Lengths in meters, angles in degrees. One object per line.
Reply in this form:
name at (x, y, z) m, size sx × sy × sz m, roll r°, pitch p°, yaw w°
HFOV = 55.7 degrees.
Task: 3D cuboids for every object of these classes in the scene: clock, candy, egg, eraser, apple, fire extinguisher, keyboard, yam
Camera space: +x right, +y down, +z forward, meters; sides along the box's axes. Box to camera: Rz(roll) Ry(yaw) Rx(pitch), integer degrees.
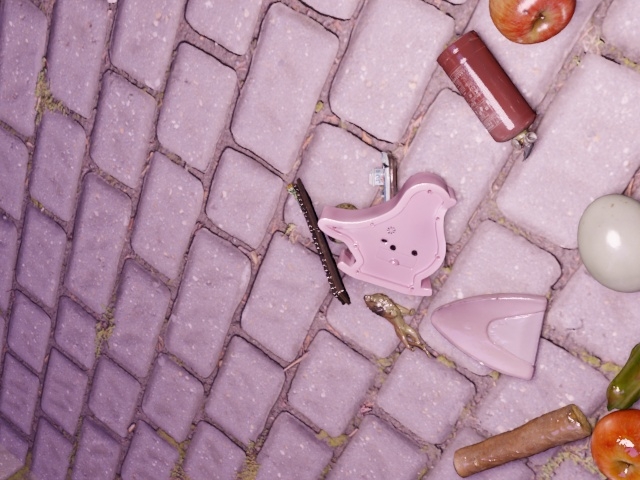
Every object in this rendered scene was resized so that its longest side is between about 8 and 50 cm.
clock at (0.142, -0.032, 1.351) m, size 0.290 × 0.080 × 0.275 m, roll 14°, pitch 118°, yaw -1°
candy at (-0.063, -0.106, 1.535) m, size 0.083 × 0.025 × 0.023 m, roll 67°, pitch 167°, yaw -17°
egg at (0.053, -0.039, 1.453) m, size 0.085 × 0.085 × 0.110 m, roll 43°, pitch 128°, yaw 9°
eraser at (0.374, 0.192, 1.374) m, size 0.243 × 0.059 × 0.204 m, roll 12°, pitch 114°, yaw 22°
egg at (0.566, 0.005, 1.142) m, size 0.149 × 0.149 × 0.192 m, roll -17°, pitch 93°, yaw 33°
apple at (0.379, -0.430, 1.094) m, size 0.146 × 0.146 × 0.130 m, roll -36°, pitch 45°, yaw 34°
fire extinguisher at (0.344, -0.278, 1.200) m, size 0.105 × 0.105 × 0.269 m, roll -37°, pitch 88°, yaw 34°
keyboard at (0.000, 0.000, 1.409) m, size 0.027 × 0.106 × 0.317 m, roll -23°, pitch 62°, yaw 5°
apple at (0.654, 0.432, 1.264) m, size 0.163 × 0.139 × 0.163 m, roll 21°, pitch 128°, yaw 30°
yam at (0.458, 0.477, 1.423) m, size 0.357 × 0.081 × 0.081 m, roll -35°, pitch 89°, yaw 32°

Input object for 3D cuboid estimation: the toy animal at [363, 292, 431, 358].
toy animal at (0.198, 0.200, 1.475) m, size 0.219 × 0.069 × 0.086 m, roll 49°, pitch 145°, yaw 11°

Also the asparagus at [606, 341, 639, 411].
asparagus at (0.673, 0.212, 1.200) m, size 0.082 × 0.085 × 0.343 m, roll 31°, pitch 122°, yaw 20°

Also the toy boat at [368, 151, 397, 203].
toy boat at (0.144, -0.132, 1.381) m, size 0.066 × 0.059 × 0.140 m, roll 1°, pitch 108°, yaw 10°
